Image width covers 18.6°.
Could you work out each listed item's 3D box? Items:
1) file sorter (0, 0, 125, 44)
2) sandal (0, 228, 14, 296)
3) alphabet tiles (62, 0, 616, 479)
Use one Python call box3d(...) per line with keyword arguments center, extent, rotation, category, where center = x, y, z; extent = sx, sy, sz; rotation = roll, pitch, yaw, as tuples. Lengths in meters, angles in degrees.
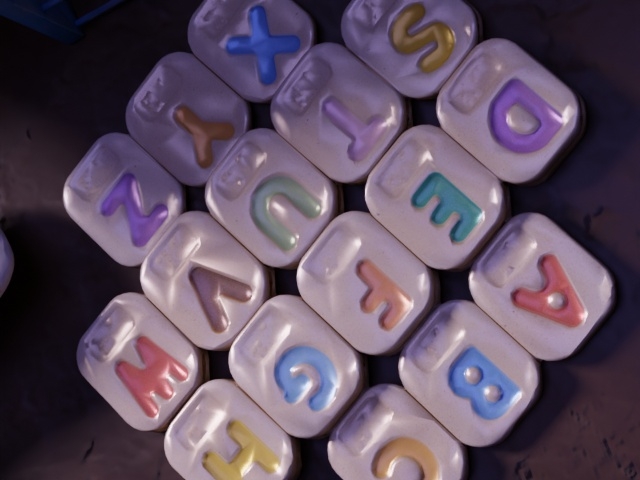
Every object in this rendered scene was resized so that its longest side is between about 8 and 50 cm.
box3d(center=(-0.148, -0.191, 1.002), extent=(0.104, 0.170, 0.118), rotation=(-28, 75, 15), category="file sorter")
box3d(center=(-0.276, 0.072, 1.081), extent=(0.265, 0.076, 0.102), rotation=(-31, 51, 6), category="sandal")
box3d(center=(0.000, 0.000, 1.004), extent=(0.278, 0.021, 0.284), rotation=(43, 101, 20), category="alphabet tiles")
